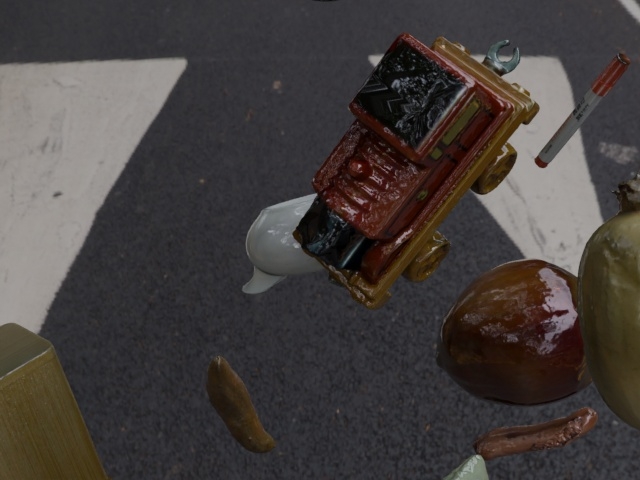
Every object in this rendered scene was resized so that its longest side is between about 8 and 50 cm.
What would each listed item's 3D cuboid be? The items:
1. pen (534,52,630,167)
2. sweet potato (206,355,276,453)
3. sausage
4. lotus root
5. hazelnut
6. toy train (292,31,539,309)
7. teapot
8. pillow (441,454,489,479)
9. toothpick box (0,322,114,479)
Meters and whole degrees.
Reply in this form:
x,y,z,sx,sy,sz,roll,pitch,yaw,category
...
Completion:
x,y,z,sx,sy,sz,roll,pitch,yaw,category
0.404,-0.196,1.130,0.028,0.239,0.028,9,54,-13,pen
-0.211,0.387,1.745,0.114,0.342,0.092,12,45,40,sweet potato
0.505,0.461,1.706,0.304,0.078,0.078,-21,37,24,sausage
0.165,0.032,0.359,0.072,0.151,0.062,-7,6,2,lotus root
0.440,0.207,1.584,0.365,0.366,0.366,2,43,-2,hazelnut
0.106,-0.096,0.875,0.163,0.369,0.231,43,14,26,toy train
0.000,0.000,1.097,0.298,0.140,0.204,-10,6,27,teapot
0.194,0.520,1.142,0.076,0.275,0.280,0,17,45,pillow
-0.443,0.301,1.076,0.190,0.308,0.187,15,36,41,toothpick box
